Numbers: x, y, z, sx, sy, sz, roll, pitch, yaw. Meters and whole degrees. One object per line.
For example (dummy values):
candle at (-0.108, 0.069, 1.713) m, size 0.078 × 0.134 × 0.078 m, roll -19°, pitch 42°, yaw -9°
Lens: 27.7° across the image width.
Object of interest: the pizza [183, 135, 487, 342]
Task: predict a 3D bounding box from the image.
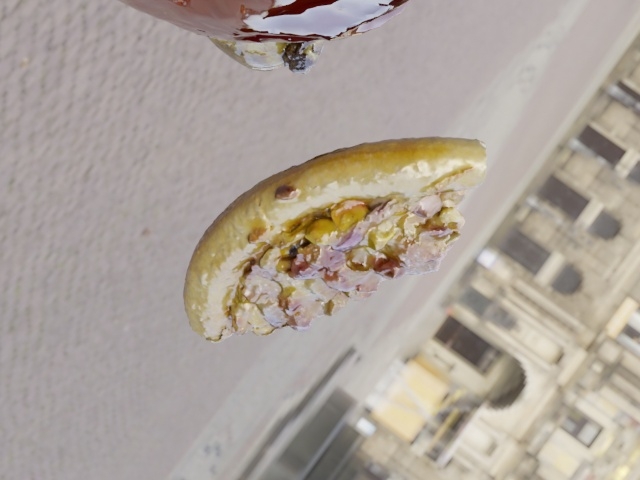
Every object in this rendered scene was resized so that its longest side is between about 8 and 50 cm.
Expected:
pizza at (0.001, 0.003, 0.798) m, size 0.246 × 0.058 × 0.127 m, roll -20°, pitch 145°, yaw 26°

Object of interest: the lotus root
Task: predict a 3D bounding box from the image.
lotus root at (-0.072, -0.217, 1.055) m, size 0.108 × 0.190 × 0.094 m, roll -45°, pitch -156°, yaw 17°

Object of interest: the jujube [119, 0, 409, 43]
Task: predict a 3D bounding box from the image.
jujube at (-0.006, -0.221, 0.549) m, size 0.276 × 0.276 × 0.377 m, roll -51°, pitch -157°, yaw -23°
